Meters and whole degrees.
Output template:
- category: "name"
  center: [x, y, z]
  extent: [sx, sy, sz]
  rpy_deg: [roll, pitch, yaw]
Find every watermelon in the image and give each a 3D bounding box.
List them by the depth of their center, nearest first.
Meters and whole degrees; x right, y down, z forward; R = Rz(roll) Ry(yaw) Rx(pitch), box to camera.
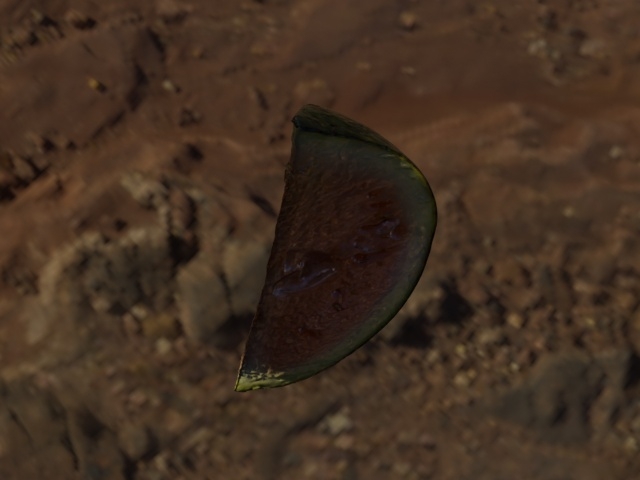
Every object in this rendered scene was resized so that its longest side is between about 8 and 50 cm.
- category: "watermelon"
  center: [0.000, -0.009, 0.894]
  extent: [0.087, 0.069, 0.163]
  rpy_deg: [-8, 134, -26]
